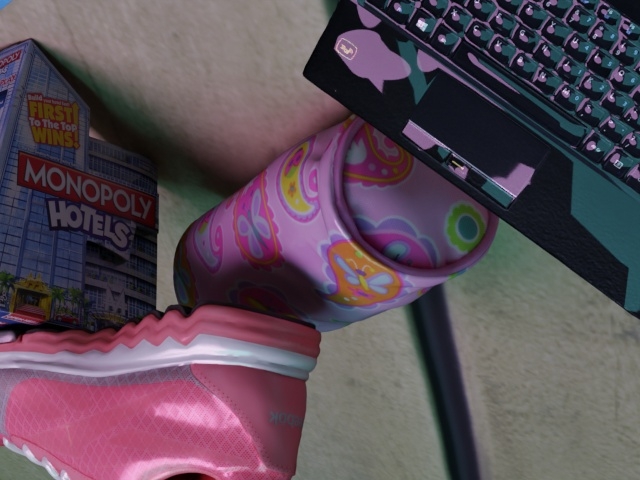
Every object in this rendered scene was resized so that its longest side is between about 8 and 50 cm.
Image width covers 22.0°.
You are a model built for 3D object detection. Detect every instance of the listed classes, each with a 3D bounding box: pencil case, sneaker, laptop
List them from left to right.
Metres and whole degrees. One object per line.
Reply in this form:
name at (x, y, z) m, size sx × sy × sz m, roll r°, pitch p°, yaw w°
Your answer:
sneaker at (-0.140, 0.126, 1.057) m, size 0.314 × 0.136 × 0.116 m, roll -12°, pitch 159°, yaw 36°
pencil case at (0.000, 0.000, 1.072) m, size 0.124 × 0.124 × 0.284 m, roll 30°, pitch 155°, yaw -15°
laptop at (0.105, -0.071, 0.733) m, size 0.234 × 0.136 × 0.264 m, roll 37°, pitch 134°, yaw 5°

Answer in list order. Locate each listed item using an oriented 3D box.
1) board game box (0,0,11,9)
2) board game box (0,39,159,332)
board game box at (-0.291, -0.232, 0.884) m, size 0.302 × 0.086 × 0.308 m, roll 34°, pitch 154°, yaw -22°
board game box at (-0.180, -0.027, 1.124) m, size 0.060 × 0.194 × 0.194 m, roll -15°, pitch 158°, yaw 40°
